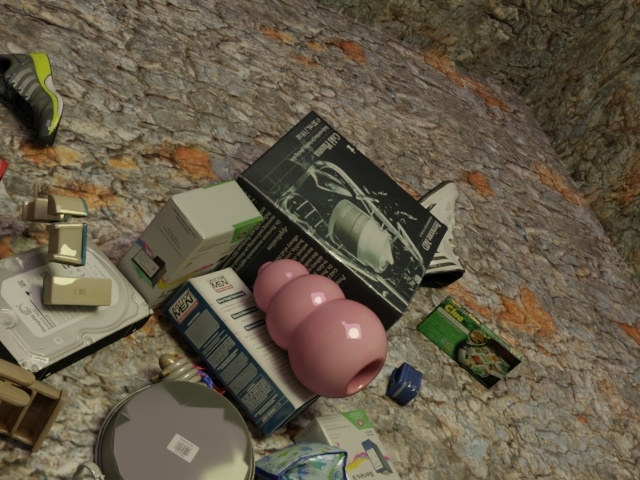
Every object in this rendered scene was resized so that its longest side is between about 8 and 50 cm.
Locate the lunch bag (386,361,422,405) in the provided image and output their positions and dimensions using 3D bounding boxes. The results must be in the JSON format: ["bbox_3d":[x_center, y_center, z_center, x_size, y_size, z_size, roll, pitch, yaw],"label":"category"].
[{"bbox_3d":[0.201,0.342,2.177,0.065,0.067,0.098,37,32,-8],"label":"lunch bag"}]

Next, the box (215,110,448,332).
[{"bbox_3d":[0.000,0.000,2.173,0.472,0.297,0.480,42,32,-3],"label":"box"}]

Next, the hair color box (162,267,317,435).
[{"bbox_3d":[-0.154,0.227,1.889,0.347,0.105,0.174,49,23,12],"label":"hair color box"}]

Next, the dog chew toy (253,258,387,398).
[{"bbox_3d":[-0.016,0.166,1.852,0.207,0.206,0.332,-7,45,-50],"label":"dog chew toy"}]

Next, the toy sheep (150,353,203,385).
[{"bbox_3d":[-0.273,0.278,1.747,0.132,0.091,0.091,60,34,1],"label":"toy sheep"}]

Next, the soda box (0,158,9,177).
[{"bbox_3d":[-0.698,-0.075,1.723,0.092,0.083,0.263,30,33,-17],"label":"soda box"}]

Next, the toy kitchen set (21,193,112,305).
[{"bbox_3d":[-0.492,0.023,1.728,0.122,0.166,0.207,7,82,-41],"label":"toy kitchen set"}]

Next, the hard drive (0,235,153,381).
[{"bbox_3d":[-0.508,0.121,1.708,0.237,0.064,0.339,48,34,11],"label":"hard drive"}]

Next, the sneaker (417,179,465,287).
[{"bbox_3d":[0.342,0.001,2.683,0.257,0.169,0.447,52,41,1],"label":"sneaker"}]

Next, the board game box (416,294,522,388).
[{"bbox_3d":[0.398,0.273,2.401,0.260,0.136,0.030,41,34,-2],"label":"board game box"}]

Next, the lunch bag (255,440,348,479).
[{"bbox_3d":[-0.040,0.442,1.728,0.151,0.129,0.096,3,84,-28],"label":"lunch bag"}]

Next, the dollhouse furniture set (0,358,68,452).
[{"bbox_3d":[-0.496,0.292,1.385,0.161,0.212,0.242,28,8,-17],"label":"dollhouse furniture set"}]

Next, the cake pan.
[{"bbox_3d":[-0.250,0.376,1.601,0.293,0.054,0.293,12,52,-16],"label":"cake pan"}]

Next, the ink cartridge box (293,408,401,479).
[{"bbox_3d":[0.064,0.469,1.861,0.154,0.093,0.212,3,50,-45],"label":"ink cartridge box"}]

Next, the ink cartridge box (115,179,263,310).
[{"bbox_3d":[-0.283,0.015,1.869,0.117,0.278,0.201,52,34,10],"label":"ink cartridge box"}]

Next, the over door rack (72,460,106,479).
[{"bbox_3d":[-0.372,0.529,1.342,0.239,0.108,0.324,-24,84,-55],"label":"over door rack"}]

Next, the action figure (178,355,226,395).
[{"bbox_3d":[-0.242,0.274,1.830,0.115,0.030,0.038,36,16,-4],"label":"action figure"}]

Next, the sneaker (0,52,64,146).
[{"bbox_3d":[-0.670,-0.323,2.048,0.121,0.111,0.300,0,45,-33],"label":"sneaker"}]
